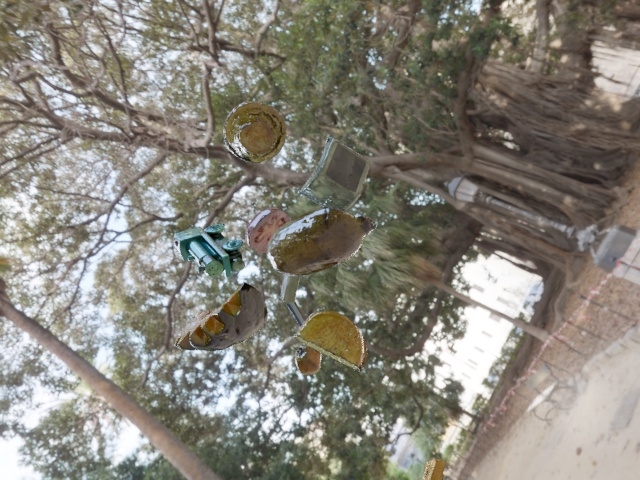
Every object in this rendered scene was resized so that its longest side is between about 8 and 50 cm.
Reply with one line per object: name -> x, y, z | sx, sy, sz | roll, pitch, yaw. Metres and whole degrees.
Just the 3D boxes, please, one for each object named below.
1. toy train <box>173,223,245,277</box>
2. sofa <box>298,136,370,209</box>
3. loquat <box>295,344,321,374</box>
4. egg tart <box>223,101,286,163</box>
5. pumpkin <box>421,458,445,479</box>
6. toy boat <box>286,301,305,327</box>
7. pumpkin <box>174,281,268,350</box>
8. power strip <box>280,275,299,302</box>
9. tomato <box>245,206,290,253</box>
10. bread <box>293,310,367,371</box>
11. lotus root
toy train -> -0.401, 0.041, 1.509 | 0.194, 0.298, 0.120 | -19, -57, -30
sofa -> 0.061, -0.251, 1.618 | 0.176, 0.210, 0.226 | -35, 33, 57
loquat -> -0.056, 0.502, 1.754 | 0.137, 0.112, 0.137 | -11, -90, -69
egg tart -> -0.241, -0.392, 1.538 | 0.240, 0.106, 0.241 | -6, -57, -9
pumpkin -> 0.346, 0.702, 1.243 | 0.074, 0.053, 0.083 | -56, -12, -36
toy boat -> -0.110, 0.333, 1.885 | 0.045, 0.080, 0.229 | -27, -76, -2
pumpkin -> -0.229, 0.225, 0.991 | 0.254, 0.149, 0.131 | -33, 24, 31
power strip -> -0.085, 0.076, 1.376 | 0.048, 0.080, 0.286 | 8, -75, -14
tomato -> -0.232, -0.054, 1.752 | 0.225, 0.085, 0.225 | -32, -33, -24
bread -> 0.043, 0.288, 1.243 | 0.140, 0.228, 0.143 | -63, -10, -11
lotus root -> 0.000, 0.000, 0.919 | 0.145, 0.260, 0.129 | 44, -146, -50
